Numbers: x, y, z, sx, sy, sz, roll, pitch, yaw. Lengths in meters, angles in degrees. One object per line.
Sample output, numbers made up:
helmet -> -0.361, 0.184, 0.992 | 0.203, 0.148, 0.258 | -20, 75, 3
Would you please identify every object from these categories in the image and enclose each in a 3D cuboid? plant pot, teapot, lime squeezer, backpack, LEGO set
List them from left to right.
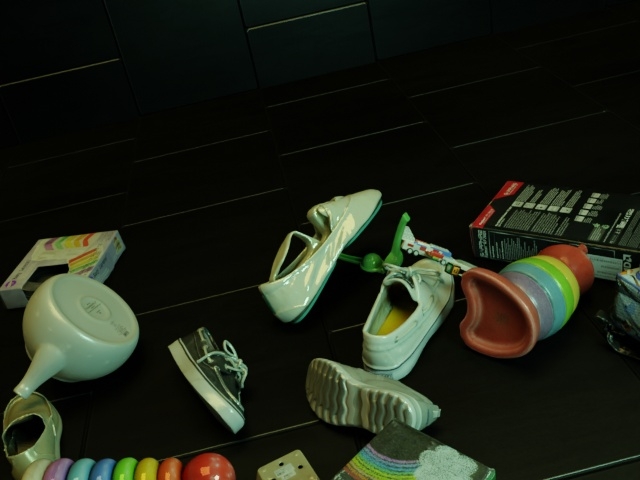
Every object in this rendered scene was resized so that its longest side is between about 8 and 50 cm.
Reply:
teapot -> -0.521, 0.204, 1.569 | 0.187, 0.256, 0.252 | -49, 51, 17
plant pot -> -0.042, 0.392, 1.149 | 0.109, 0.096, 0.109 | -22, 32, -17
lime squeezer -> 0.121, 0.032, 1.718 | 0.310, 0.110, 0.059 | -24, 29, 53
LEGO set -> 0.274, 0.036, 1.531 | 0.182, 0.060, 0.244 | 25, 9, 28
backpack -> 0.665, 0.118, 1.266 | 0.277, 0.213, 0.263 | -18, 40, -16

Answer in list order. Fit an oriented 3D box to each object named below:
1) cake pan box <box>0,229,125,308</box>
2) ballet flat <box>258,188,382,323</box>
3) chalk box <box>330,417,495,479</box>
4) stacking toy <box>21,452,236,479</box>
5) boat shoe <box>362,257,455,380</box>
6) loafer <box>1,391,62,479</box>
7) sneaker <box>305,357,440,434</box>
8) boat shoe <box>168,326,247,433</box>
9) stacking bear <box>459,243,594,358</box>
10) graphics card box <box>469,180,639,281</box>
cake pan box -> -0.676, 0.077, 1.964 | 0.246, 0.070, 0.267 | -7, 30, 13
ballet flat -> 0.000, 0.000, 1.660 | 0.139, 0.139, 0.400 | 14, 56, 38
chalk box -> 0.084, 0.415, 0.983 | 0.180, 0.179, 0.289 | 19, 43, 42
stacking toy -> -0.301, 0.408, 1.203 | 0.330, 0.141, 0.141 | -6, 30, 0
boat shoe -> 0.170, 0.107, 1.499 | 0.136, 0.156, 0.367 | 7, 35, 29
loafer -> -0.543, 0.357, 1.401 | 0.102, 0.092, 0.268 | -23, 31, -18
sneaker -> 0.084, 0.284, 1.323 | 0.115, 0.105, 0.281 | 8, 6, -43
boat shoe -> -0.196, 0.255, 1.430 | 0.105, 0.113, 0.306 | -36, 26, -12
stacking bear -> 0.421, 0.095, 1.439 | 0.289, 0.175, 0.164 | -26, 34, -37
graphics card box -> 0.550, -0.027, 1.655 | 0.371, 0.094, 0.233 | 9, 35, 35
